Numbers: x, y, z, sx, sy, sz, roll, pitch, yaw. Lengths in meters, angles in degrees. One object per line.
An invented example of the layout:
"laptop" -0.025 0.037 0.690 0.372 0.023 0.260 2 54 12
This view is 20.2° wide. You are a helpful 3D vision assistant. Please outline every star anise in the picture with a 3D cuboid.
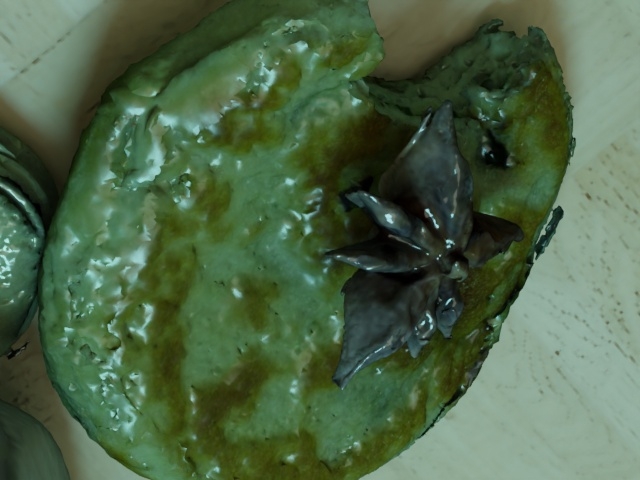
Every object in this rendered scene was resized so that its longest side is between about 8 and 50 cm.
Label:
"star anise" 0.042 0.016 0.842 0.129 0.056 0.124 -53 139 -16

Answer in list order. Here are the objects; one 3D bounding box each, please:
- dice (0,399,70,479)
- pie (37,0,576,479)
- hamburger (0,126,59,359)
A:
"dice" -0.240 0.224 0.826 0.259 0.243 0.251 -8 133 -1
"pie" -0.004 0.007 0.896 0.302 0.067 0.302 -16 125 -24
"hamburger" -0.191 0.005 0.854 0.133 0.062 0.140 30 107 -27
